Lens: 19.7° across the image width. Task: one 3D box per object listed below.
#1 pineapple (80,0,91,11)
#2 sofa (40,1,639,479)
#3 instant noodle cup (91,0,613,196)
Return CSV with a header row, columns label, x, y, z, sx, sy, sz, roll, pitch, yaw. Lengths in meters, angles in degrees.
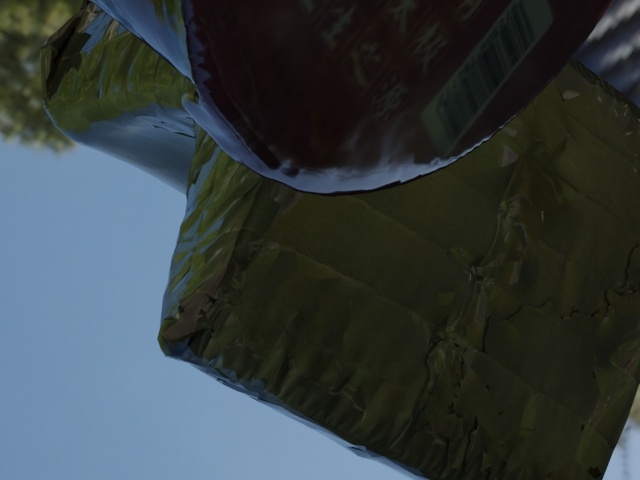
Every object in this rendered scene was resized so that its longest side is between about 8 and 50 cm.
label,x,y,z,sx,sy,sz,roll,pitch,yaw
pineapple,0.023,-0.187,1.176,0.272,0.262,0.262,11,-166,32
sofa,0.000,0.000,0.736,0.210,0.176,0.225,30,164,-32
instant noodle cup,-0.014,-0.153,0.521,0.178,0.235,0.235,32,-157,30
